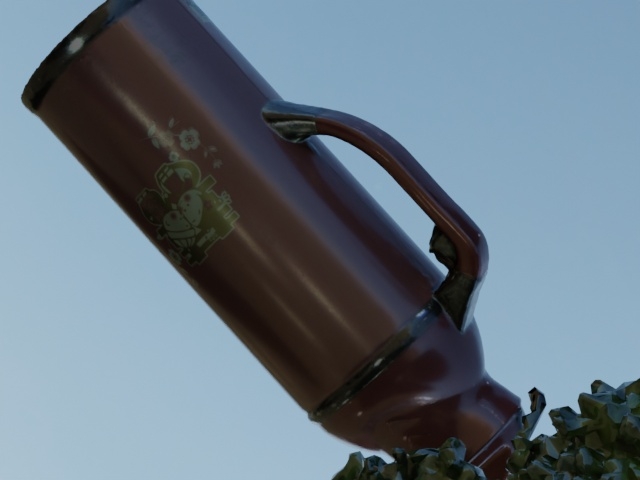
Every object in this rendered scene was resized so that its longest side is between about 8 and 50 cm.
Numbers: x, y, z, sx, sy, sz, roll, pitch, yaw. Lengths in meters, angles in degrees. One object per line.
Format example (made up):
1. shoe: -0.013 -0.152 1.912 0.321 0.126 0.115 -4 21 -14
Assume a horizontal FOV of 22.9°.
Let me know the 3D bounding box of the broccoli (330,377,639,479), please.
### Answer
1. broccoli: 0.104 0.282 0.654 0.353 0.275 0.397 -16 -49 38

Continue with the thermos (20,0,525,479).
1. thermos: -0.002 0.002 0.858 0.330 0.136 0.109 48 0 2
